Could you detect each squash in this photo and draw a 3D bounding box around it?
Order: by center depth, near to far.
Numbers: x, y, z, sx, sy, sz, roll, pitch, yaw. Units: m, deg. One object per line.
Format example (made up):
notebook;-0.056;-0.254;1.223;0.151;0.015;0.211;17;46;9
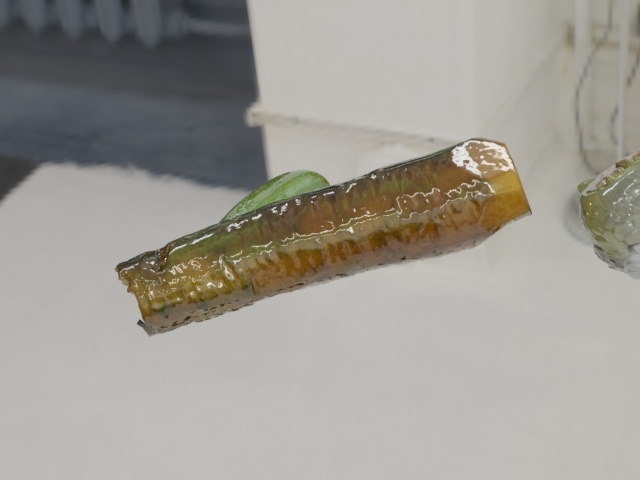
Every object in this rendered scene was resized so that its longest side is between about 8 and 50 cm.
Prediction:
squash;-0.055;-0.018;1.510;0.077;0.068;0.219;43;38;0

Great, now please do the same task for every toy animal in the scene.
toy animal;0.235;-0.016;1.033;0.098;0.098;0.137;-13;1;-10

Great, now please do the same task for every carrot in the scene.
carrot;0.000;0.000;0.879;0.260;0.070;0.070;-17;33;6
